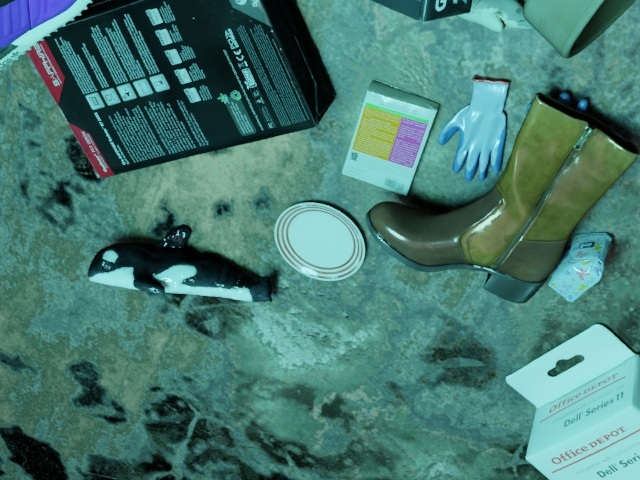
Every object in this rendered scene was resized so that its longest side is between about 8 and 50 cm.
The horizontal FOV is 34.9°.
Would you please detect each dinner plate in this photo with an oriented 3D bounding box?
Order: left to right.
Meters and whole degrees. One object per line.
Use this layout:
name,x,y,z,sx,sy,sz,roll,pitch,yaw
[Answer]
dinner plate,0.000,0.000,1.512,0.141,0.017,0.141,11,127,15

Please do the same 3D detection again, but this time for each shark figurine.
shark figurine,0.128,-0.333,1.148,0.166,0.278,0.116,26,94,39

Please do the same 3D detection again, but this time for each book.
book,0.092,-0.135,1.369,0.096,0.035,0.144,20,130,3

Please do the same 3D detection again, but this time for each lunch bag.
lunch bag,0.350,0.029,1.360,0.053,0.071,0.083,40,132,-6

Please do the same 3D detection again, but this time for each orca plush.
orca plush,-0.211,0.029,1.566,0.287,0.151,0.102,9,96,19

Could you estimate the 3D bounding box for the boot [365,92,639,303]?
boot,0.221,-0.064,1.302,0.264,0.096,0.280,26,130,1

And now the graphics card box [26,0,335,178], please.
graphics card box,-0.192,-0.231,1.370,0.371,0.094,0.232,-10,119,29

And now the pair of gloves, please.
pair of gloves,0.252,-0.131,1.314,0.198,0.023,0.159,13,128,11

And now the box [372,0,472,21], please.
box,0.041,-0.393,0.974,0.295,0.073,0.293,38,136,43

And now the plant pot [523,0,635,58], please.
plant pot,0.246,-0.385,0.976,0.280,0.323,0.323,43,130,9

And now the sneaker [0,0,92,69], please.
sneaker,-0.403,-0.320,1.297,0.293,0.146,0.102,-36,64,19

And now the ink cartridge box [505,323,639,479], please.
ink cartridge box,0.450,0.306,1.492,0.353,0.119,0.207,41,129,-11
